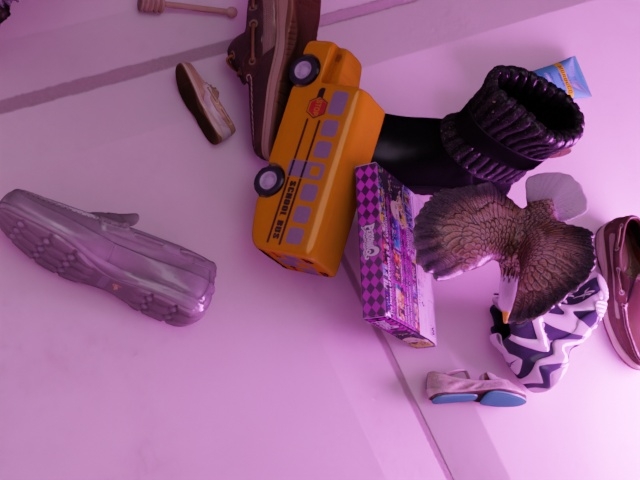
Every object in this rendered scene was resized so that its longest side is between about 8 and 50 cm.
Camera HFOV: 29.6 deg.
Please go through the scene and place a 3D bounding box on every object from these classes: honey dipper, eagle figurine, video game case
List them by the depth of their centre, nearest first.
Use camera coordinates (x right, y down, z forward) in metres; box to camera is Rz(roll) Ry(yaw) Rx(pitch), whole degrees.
[{"bbox_3d":[0.285,0.015,1.764,0.226,0.298,0.225,-21,79,17],"label":"eagle figurine"},{"bbox_3d":[0.113,0.027,1.789,0.210,0.042,0.232,33,51,-60],"label":"video game case"},{"bbox_3d":[-0.206,-0.367,1.898,0.160,0.030,0.030,0,70,-25],"label":"honey dipper"}]

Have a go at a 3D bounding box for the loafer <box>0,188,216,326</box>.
[{"bbox_3d":[-0.292,0.009,1.673,0.319,0.112,0.111,29,56,-18],"label":"loafer"}]

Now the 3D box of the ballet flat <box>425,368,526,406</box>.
[{"bbox_3d":[0.238,0.220,1.835,0.168,0.057,0.052,6,58,-21],"label":"ballet flat"}]

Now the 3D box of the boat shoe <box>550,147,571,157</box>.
[{"bbox_3d":[0.341,-0.181,2.030,0.178,0.064,0.060,10,68,-16],"label":"boat shoe"}]

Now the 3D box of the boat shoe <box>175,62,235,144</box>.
[{"bbox_3d":[-0.175,-0.212,1.840,0.045,0.050,0.135,-28,92,-32],"label":"boat shoe"}]

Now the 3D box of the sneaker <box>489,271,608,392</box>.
[{"bbox_3d":[0.346,0.106,1.900,0.153,0.094,0.235,43,70,-12],"label":"sneaker"}]

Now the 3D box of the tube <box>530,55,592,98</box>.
[{"bbox_3d":[0.384,-0.267,2.095,0.207,0.052,0.080,-17,87,-33],"label":"tube"}]

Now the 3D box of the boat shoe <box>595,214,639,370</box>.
[{"bbox_3d":[0.513,0.080,1.979,0.095,0.095,0.257,-2,71,-23],"label":"boat shoe"}]

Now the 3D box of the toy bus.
[{"bbox_3d":[-0.001,-0.123,1.788,0.130,0.108,0.333,10,76,29],"label":"toy bus"}]

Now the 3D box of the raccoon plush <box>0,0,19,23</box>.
[{"bbox_3d":[-0.395,-0.494,1.679,0.216,0.446,0.299,46,40,-10],"label":"raccoon plush"}]

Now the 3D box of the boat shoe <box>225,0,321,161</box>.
[{"bbox_3d":[-0.080,-0.285,1.878,0.123,0.123,0.342,13,79,-61],"label":"boat shoe"}]

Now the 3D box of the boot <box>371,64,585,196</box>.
[{"bbox_3d":[0.198,-0.169,1.852,0.348,0.260,0.131,7,67,-19],"label":"boot"}]
